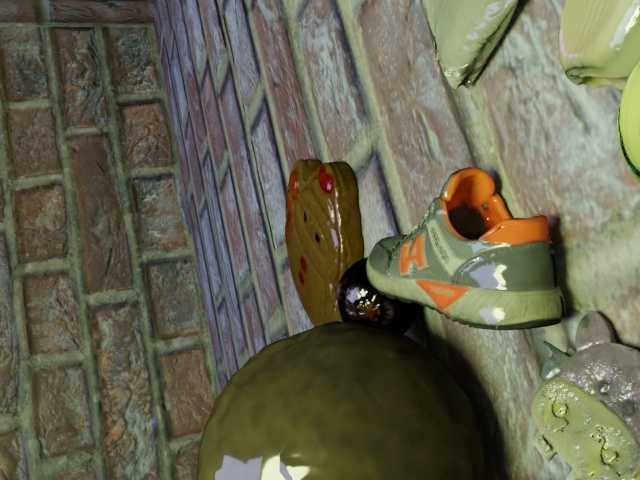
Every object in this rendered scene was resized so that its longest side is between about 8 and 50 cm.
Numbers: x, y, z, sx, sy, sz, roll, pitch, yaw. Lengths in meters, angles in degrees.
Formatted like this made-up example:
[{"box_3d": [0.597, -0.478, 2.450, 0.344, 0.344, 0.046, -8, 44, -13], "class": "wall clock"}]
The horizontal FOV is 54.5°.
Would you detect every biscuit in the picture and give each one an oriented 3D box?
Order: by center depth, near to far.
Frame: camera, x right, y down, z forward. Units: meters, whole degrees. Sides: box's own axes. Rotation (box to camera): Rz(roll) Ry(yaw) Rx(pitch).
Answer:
[{"box_3d": [0.000, 0.000, 1.276, 0.381, 0.074, 0.359, 98, 153, -42], "class": "biscuit"}]

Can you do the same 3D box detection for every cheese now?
[{"box_3d": [0.258, -0.236, 0.493, 0.137, 0.064, 0.227, -113, 34, -74], "class": "cheese"}]

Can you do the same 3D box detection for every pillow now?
[{"box_3d": [0.163, -0.318, 0.758, 0.148, 0.050, 0.229, -52, 49, 53], "class": "pillow"}]

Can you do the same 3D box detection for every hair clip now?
[{"box_3d": [0.265, 0.158, 0.599, 0.146, 0.056, 0.187, -55, 21, 10], "class": "hair clip"}]

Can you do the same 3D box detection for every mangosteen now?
[{"box_3d": [0.094, 0.087, 0.992, 0.151, 0.137, 0.137, -52, -37, -70], "class": "mangosteen"}]

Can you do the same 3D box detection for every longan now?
[{"box_3d": [0.028, 0.304, 0.848, 0.391, 0.391, 0.391, 173, 90, -69], "class": "longan"}]

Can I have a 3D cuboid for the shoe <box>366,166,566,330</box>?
[{"box_3d": [0.160, -0.006, 0.773, 0.336, 0.132, 0.171, -160, 70, -65], "class": "shoe"}]

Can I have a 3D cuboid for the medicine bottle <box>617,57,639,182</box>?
[{"box_3d": [0.308, -0.068, 0.365, 0.239, 0.124, 0.124, -144, 50, -62], "class": "medicine bottle"}]
